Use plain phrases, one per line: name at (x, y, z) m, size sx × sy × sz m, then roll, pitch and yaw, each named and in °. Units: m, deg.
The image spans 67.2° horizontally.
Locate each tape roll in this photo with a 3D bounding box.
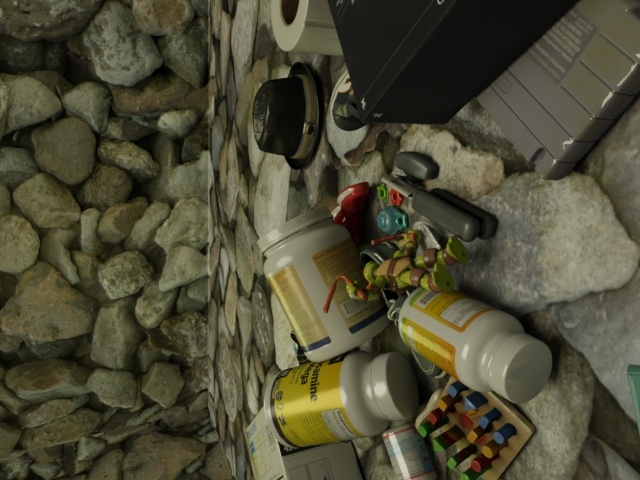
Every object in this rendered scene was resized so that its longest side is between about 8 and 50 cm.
tape roll at (-0.002, -0.585, 1.179) m, size 0.246 × 0.169 × 0.246 m, roll 23°, pitch 116°, yaw 61°

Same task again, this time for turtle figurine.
turtle figurine at (0.143, 0.063, 0.876) m, size 0.217 × 0.269 × 0.087 m, roll -9°, pitch 112°, yaw 50°

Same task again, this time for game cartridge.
game cartridge at (0.310, -0.292, 0.705) m, size 0.230 × 0.068 × 0.355 m, roll -62°, pitch 41°, yaw 44°

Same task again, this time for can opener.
can opener at (0.217, -0.096, 0.919) m, size 0.283 × 0.076 × 0.095 m, roll 44°, pitch 134°, yaw 53°

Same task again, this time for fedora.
fedora at (-0.123, -0.383, 1.498) m, size 0.334 × 0.152 × 0.334 m, roll 175°, pitch 90°, yaw -65°

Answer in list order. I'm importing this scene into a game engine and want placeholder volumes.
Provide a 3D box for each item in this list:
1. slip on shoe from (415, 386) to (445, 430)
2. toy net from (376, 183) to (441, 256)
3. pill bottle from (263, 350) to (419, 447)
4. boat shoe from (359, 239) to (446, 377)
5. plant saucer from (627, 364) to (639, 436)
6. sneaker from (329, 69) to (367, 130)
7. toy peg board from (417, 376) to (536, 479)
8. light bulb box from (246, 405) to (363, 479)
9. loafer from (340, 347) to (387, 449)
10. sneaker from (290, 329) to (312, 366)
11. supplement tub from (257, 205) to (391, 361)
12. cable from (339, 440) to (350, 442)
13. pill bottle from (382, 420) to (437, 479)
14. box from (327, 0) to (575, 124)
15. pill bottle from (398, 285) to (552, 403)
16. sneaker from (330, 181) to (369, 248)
slip on shoe at (0.239, 0.362, 1.000) m, size 0.041 × 0.051 × 0.135 m, roll 45°, pitch 130°, yaw 37°
toy net at (0.193, -0.039, 1.020) m, size 0.232 × 0.045 × 0.122 m, roll 39°, pitch 130°, yaw 54°
pill bottle at (0.047, 0.363, 1.117) m, size 0.334 × 0.188 × 0.188 m, roll -23°, pitch 71°, yaw 31°
boat shoe at (0.172, 0.145, 1.033) m, size 0.116 × 0.099 × 0.319 m, roll 122°, pitch 136°, yaw -52°
plant saucer at (0.431, 0.255, 0.600) m, size 0.067 × 0.018 × 0.192 m, roll 158°, pitch 104°, yaw -64°
sneaker at (0.116, -0.318, 1.030) m, size 0.321 × 0.126 × 0.127 m, roll 129°, pitch 136°, yaw -54°
toy peg board at (0.262, 0.336, 0.858) m, size 0.161 × 0.079 × 0.161 m, roll 44°, pitch 133°, yaw 36°
light bulb box at (-0.057, 0.693, 1.483) m, size 0.358 × 0.225 × 0.361 m, roll 119°, pitch 139°, yaw -51°
loafer at (0.071, 0.396, 1.287) m, size 0.111 × 0.112 × 0.319 m, roll -52°, pitch 49°, yaw 44°
sneaker at (-0.056, 0.380, 1.638) m, size 0.073 × 0.063 × 0.162 m, roll 87°, pitch 166°, yaw -49°
supplement tub at (0.004, 0.100, 1.149) m, size 0.316 × 0.228 × 0.228 m, roll 63°, pitch 152°, yaw 4°
cable at (0.038, 0.485, 1.360) m, size 0.047 × 0.184 × 0.150 m, roll 64°, pitch -140°, yaw -52°
pill bottle at (0.201, 0.487, 1.054) m, size 0.087 × 0.087 × 0.160 m, roll -58°, pitch 44°, yaw 52°
box at (0.169, -0.394, 0.709) m, size 0.343 × 0.179 × 0.312 m, roll 137°, pitch 125°, yaw -60°
pill bottle at (0.254, 0.169, 0.816) m, size 0.245 × 0.136 × 0.136 m, roll -154°, pitch 62°, yaw -61°
sneaker at (0.092, -0.050, 1.213) m, size 0.221 × 0.087 × 0.128 m, roll 116°, pitch 134°, yaw -67°
